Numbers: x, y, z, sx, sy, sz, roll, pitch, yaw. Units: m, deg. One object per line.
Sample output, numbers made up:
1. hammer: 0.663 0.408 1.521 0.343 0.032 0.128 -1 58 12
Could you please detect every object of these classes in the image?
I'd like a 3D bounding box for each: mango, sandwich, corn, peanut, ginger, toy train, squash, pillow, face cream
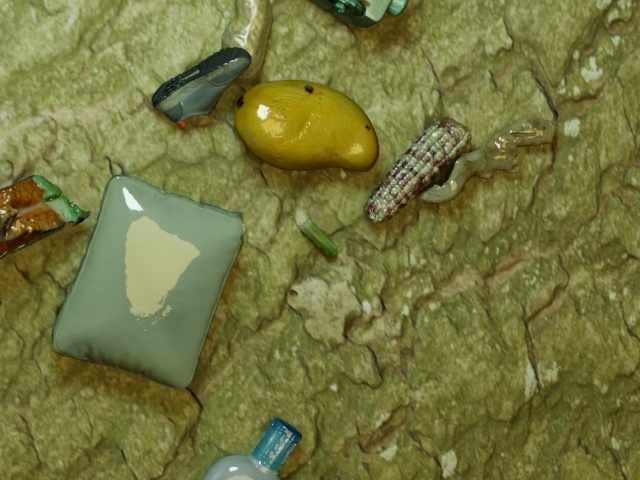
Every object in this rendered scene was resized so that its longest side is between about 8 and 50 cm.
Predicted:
1. mango: -0.024 -0.191 1.949 0.262 0.109 0.157 16 86 -21
2. sandwich: -0.536 -0.019 1.805 0.292 0.212 0.109 -26 90 5
3. corn: 0.169 -0.124 2.027 0.079 0.079 0.237 43 91 -17
4. peanut: -0.124 -0.354 1.912 0.080 0.080 0.174 9 94 -16
5. ginger: 0.303 -0.140 2.062 0.288 0.075 0.089 -34 111 -11
6. toy train: -0.005 -0.466 1.881 0.326 0.159 0.129 29 89 -13
7. squash: 0.000 0.000 2.026 0.027 0.027 0.083 -45 106 -4
8. pillow: -0.286 0.072 1.917 0.255 0.120 0.322 19 97 -15
9. face cream: -0.149 0.471 2.038 0.163 0.080 0.336 33 90 -18

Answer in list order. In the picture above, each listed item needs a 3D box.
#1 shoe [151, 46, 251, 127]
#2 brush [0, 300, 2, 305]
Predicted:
1. shoe: -0.186 -0.253 1.889 0.194 0.074 0.077 -24 119 23
2. brush: -0.594 0.162 1.909 0.043 0.014 0.170 32 91 -15
